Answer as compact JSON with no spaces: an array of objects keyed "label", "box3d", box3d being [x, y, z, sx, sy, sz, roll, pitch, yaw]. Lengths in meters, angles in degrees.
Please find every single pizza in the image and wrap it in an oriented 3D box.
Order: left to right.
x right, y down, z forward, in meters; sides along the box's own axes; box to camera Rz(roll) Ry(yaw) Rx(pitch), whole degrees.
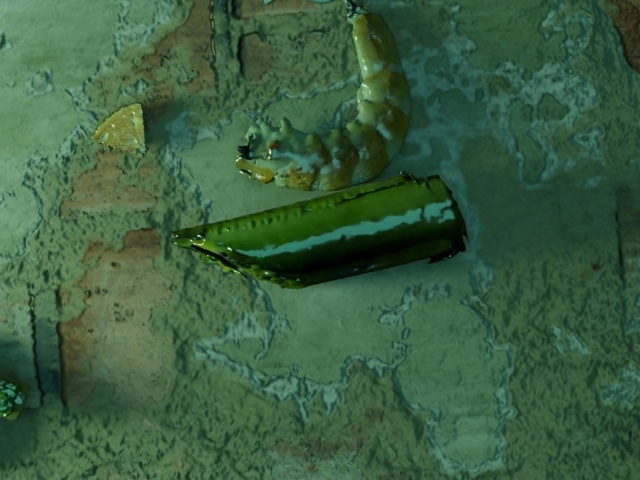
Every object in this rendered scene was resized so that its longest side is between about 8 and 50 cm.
[{"label":"pizza","box3d":[-0.261,-0.139,1.810,0.083,0.025,0.078,-32,84,3]}]

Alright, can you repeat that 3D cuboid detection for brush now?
[{"label":"brush","box3d":[-0.513,0.163,1.720,0.282,0.048,0.054,21,79,-10]}]

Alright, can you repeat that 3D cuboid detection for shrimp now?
[{"label":"shrimp","box3d":[0.030,-0.172,1.803,0.185,0.068,0.287,33,85,-2]}]

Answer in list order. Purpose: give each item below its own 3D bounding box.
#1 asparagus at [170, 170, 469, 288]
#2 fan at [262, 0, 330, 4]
[{"label":"asparagus","box3d":[0.000,0.000,1.775,0.381,0.108,0.128,-13,120,-2]},{"label":"fan","box3d":[-0.021,-0.355,1.840,0.133,0.005,0.085,-28,90,-4]}]
